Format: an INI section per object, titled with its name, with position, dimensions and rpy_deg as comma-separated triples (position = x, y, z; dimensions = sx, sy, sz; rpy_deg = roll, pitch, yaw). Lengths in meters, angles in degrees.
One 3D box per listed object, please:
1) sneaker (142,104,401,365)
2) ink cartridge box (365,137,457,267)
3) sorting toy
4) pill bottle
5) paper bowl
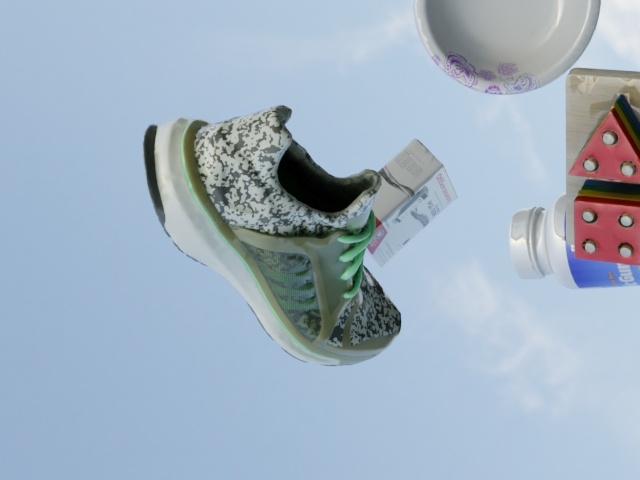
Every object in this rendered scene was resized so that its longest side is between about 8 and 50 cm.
[sneaker]
position = 0.000, 0.000, 1.260
dimensions = 0.410, 0.182, 0.158
rpy_deg = 42, -142, -44
[ink cartridge box]
position = 0.095, -0.045, 1.486
dimensions = 0.056, 0.135, 0.099
rpy_deg = 46, 177, 29
[sorting toy]
position = 0.434, -0.078, 1.549
dimensions = 0.257, 0.255, 0.089
rpy_deg = 8, -147, 24
[pill bottle]
position = 0.428, -0.004, 1.815
dimensions = 0.152, 0.272, 0.152
rpy_deg = 17, -110, -58
[paper bowl]
position = 0.286, -0.374, 1.894
dimensions = 0.284, 0.284, 0.148
rpy_deg = 41, -168, -5
